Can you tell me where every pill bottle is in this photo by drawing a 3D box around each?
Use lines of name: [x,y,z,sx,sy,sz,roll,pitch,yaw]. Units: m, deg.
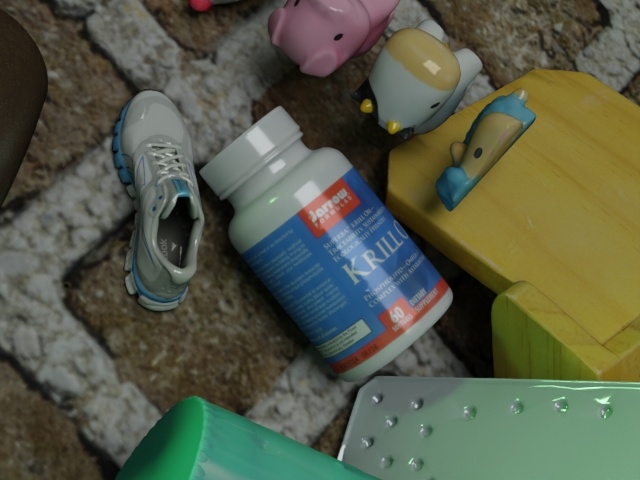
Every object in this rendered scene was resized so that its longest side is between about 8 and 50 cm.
pill bottle: [0.000,0.000,1.149,0.221,0.124,0.124,50,58,-4]

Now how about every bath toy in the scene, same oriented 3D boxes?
bath toy: [0.021,-0.177,1.191,0.348,0.151,0.129,41,81,11]

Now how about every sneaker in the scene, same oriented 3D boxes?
sneaker: [-0.124,-0.043,1.124,0.071,0.083,0.191,-1,72,-26]

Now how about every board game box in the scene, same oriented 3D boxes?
board game box: [0.149,0.287,0.997,0.050,0.390,0.390,45,53,-42]

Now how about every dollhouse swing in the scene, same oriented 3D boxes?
dollhouse swing: [0.254,0.052,1.303,0.346,0.305,0.315,-31,130,-32]

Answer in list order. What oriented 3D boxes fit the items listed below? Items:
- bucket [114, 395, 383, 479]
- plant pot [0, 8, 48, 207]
bucket: [-0.070,0.256,0.945,0.183,0.281,0.281,32,61,-13]
plant pot: [-0.305,-0.077,0.985,0.215,0.215,0.230,42,45,-9]
